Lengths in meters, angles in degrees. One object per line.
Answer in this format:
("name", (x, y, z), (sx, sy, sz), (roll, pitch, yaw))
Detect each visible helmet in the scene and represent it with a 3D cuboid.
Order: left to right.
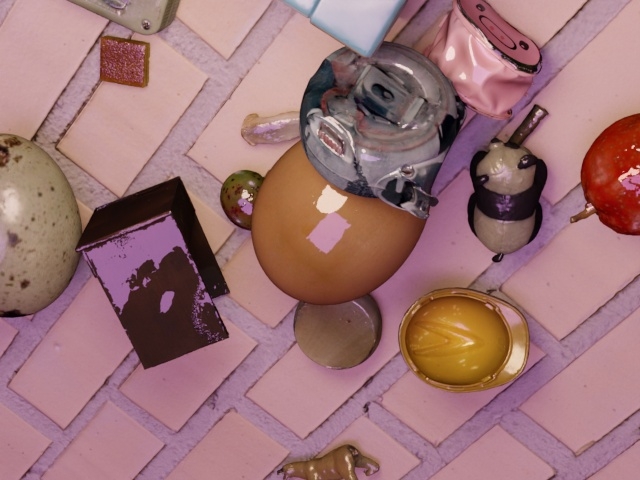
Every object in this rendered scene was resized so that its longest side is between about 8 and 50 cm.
("helmet", (0.276, 0.201, 1.804), (0.257, 0.140, 0.205), (5, 83, -2))

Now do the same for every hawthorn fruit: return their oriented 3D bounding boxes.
("hawthorn fruit", (0.547, -0.105, 1.572), (0.253, 0.205, 0.205), (-30, 104, 24))

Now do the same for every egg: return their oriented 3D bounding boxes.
("egg", (-0.633, -0.026, 1.819), (0.287, 0.287, 0.379), (0, 115, 13))
("egg", (0.041, -0.056, 1.650), (0.301, 0.301, 0.374), (42, 96, -8))

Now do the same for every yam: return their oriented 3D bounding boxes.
("yam", (0.373, -0.192, 1.666), (0.033, 0.027, 0.129), (32, 117, -1))

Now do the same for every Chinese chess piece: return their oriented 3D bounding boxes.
("Chinese chess piece", (0.037, 0.178, 1.880), (0.188, 0.083, 0.188), (5, 112, 13))

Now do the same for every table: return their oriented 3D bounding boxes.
("table", (-0.320, 0.061, 1.790), (0.196, 0.250, 0.282), (-21, 110, 2))

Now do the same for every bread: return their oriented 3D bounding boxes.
("bread", (-0.384, -0.350, 1.758), (0.094, 0.035, 0.090), (11, 116, 7))

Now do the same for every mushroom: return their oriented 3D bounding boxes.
("mushroom", (-0.053, -0.223, 1.739), (0.202, 0.054, 0.059), (-6, 118, 9))

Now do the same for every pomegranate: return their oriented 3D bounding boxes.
("pomegranate", (-0.135, -0.083, 1.778), (0.130, 0.130, 0.130), (5, 115, 10))

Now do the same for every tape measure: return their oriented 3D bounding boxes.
("tape measure", (-0.370, -0.503, 1.644), (0.235, 0.115, 0.207), (25, 119, 1))
("tape measure", (0.102, -0.197, 1.462), (0.275, 0.256, 0.147), (25, 152, 5))

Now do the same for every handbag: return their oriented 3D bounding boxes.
("handbag", (0.281, -0.316, 1.550), (0.205, 0.179, 0.116), (40, 124, 2))

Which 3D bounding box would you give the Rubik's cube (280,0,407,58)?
("Rubik's cube", (0.048, -0.545, 1.403), (0.344, 0.347, 0.346), (32, 116, -2))

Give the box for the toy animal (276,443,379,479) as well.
("toy animal", (0.014, 0.525, 2.044), (0.218, 0.103, 0.101), (-27, 86, 24))

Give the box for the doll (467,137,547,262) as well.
("doll", (0.343, -0.081, 1.652), (0.143, 0.135, 0.234), (5, 124, 10))
